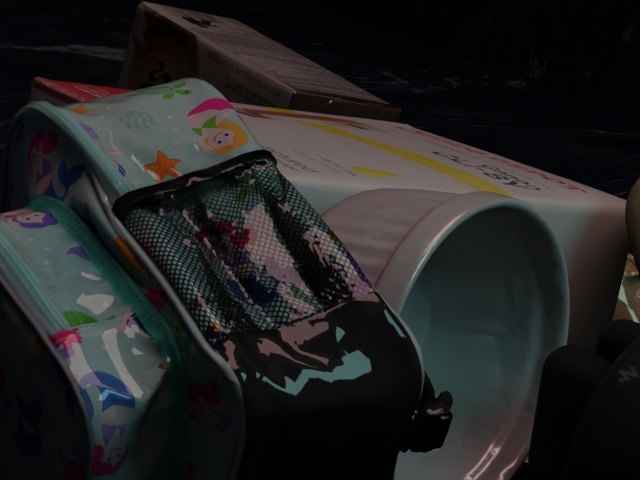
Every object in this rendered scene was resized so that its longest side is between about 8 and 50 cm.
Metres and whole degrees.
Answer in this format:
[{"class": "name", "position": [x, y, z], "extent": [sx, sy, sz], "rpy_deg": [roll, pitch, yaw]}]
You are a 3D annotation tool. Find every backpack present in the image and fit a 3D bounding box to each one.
[{"class": "backpack", "position": [-0.082, 0.052, 0.862], "extent": [0.191, 0.225, 0.253], "rpy_deg": [-11, 47, -23]}]

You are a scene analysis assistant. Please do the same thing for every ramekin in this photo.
[{"class": "ramekin", "position": [0.054, 0.064, 1.107], "extent": [0.109, 0.207, 0.207], "rpy_deg": [14, 10, 37]}]

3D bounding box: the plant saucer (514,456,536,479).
[{"class": "plant saucer", "position": [0.143, 0.144, 1.252], "extent": [0.119, 0.021, 0.119], "rpy_deg": [16, 14, -4]}]

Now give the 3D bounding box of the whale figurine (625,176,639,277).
[{"class": "whale figurine", "position": [0.318, 0.060, 1.287], "extent": [0.141, 0.272, 0.216], "rpy_deg": [-21, 17, 8]}]

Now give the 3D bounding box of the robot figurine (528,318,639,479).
[{"class": "robot figurine", "position": [0.257, 0.144, 1.060], "extent": [0.278, 0.209, 0.173], "rpy_deg": [27, -18, 38]}]

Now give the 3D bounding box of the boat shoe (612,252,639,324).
[{"class": "boat shoe", "position": [0.242, 0.060, 1.525], "extent": [0.302, 0.103, 0.113], "rpy_deg": [19, 14, 12]}]

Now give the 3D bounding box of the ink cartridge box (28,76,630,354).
[{"class": "ink cartridge box", "position": [0.000, 0.000, 1.332], "extent": [0.385, 0.160, 0.279], "rpy_deg": [4, 14, -41]}]

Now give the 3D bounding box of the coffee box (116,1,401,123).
[{"class": "coffee box", "position": [-0.072, -0.093, 1.633], "extent": [0.119, 0.168, 0.297], "rpy_deg": [6, 18, -36]}]
